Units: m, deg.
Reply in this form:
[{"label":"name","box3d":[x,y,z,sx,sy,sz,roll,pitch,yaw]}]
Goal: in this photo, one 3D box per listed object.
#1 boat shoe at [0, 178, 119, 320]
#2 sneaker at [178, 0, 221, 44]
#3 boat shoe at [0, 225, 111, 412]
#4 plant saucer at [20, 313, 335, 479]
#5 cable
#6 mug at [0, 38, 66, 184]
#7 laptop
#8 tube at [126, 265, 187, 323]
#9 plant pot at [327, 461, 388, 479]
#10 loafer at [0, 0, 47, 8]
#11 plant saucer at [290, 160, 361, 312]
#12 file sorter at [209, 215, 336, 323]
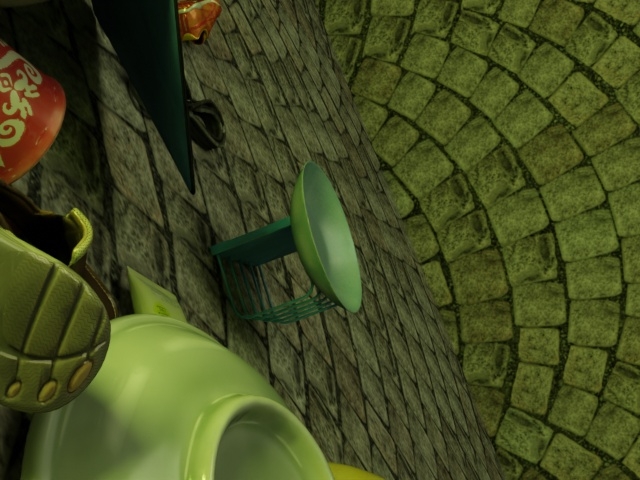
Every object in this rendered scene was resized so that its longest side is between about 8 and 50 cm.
[{"label":"boat shoe","box3d":[-0.215,0.020,0.926,0.257,0.095,0.095,43,26,-61]},{"label":"sneaker","box3d":[-0.192,-0.335,1.818,0.175,0.064,0.067,-55,140,-70]},{"label":"boat shoe","box3d":[-0.276,-0.008,0.741,0.324,0.123,0.116,49,-14,-29]},{"label":"plant saucer","box3d":[-0.067,0.238,0.951,0.400,0.100,0.400,47,31,-41]},{"label":"cable","box3d":[-0.174,-0.188,1.551,0.287,0.072,0.139,49,26,-53]},{"label":"mug","box3d":[-0.298,-0.134,0.897,0.150,0.113,0.169,39,-4,42]},{"label":"laptop","box3d":[-0.294,-0.288,1.159,0.408,0.236,0.382,15,30,-39]},{"label":"tube","box3d":[-0.135,0.137,1.136,0.070,0.062,0.240,114,-36,-50]},{"label":"plant pot","box3d":[0.022,0.307,1.349,0.095,0.134,0.134,41,12,4]},{"label":"loafer","box3d":[-0.278,-0.250,0.775,0.366,0.130,0.134,-2,47,-51]},{"label":"plant saucer","box3d":[0.000,0.000,1.456,0.195,0.037,0.195,-18,90,-76]},{"label":"file sorter","box3d":[-0.047,0.044,1.540,0.170,0.118,0.104,21,49,-72]}]
